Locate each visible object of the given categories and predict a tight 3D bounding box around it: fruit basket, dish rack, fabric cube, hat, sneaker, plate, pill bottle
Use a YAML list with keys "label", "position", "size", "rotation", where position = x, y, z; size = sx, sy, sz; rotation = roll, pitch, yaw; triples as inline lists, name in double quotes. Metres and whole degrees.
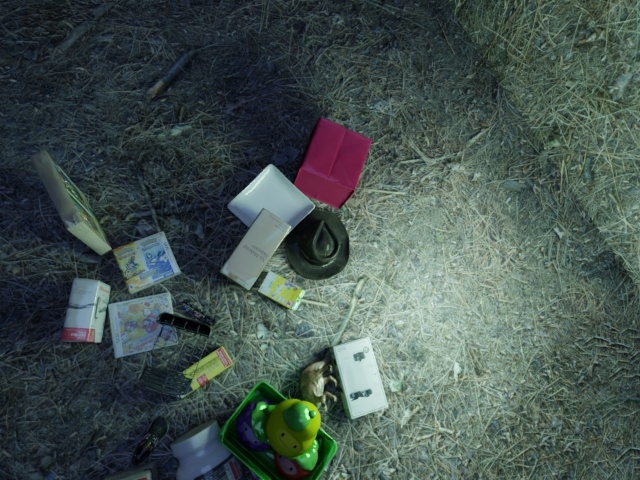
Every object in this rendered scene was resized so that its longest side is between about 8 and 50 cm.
- label: "fruit basket"
  position: [-0.129, 0.669, 1.383]
  size: [0.392, 0.392, 0.283]
  rotation: [41, 70, -1]
- label: "dish rack"
  position: [-0.540, 0.423, 1.506]
  size: [0.208, 0.074, 0.272]
  rotation: [17, 66, 0]
- label: "fabric cube"
  position: [0.041, -0.333, 1.806]
  size: [0.259, 0.254, 0.258]
  rotation: [22, 73, -8]
- label: "hat"
  position: [0.000, 0.000, 1.770]
  size: [0.331, 0.134, 0.332]
  rotation: [3, 75, -12]
- label: "sneaker"
  position: [-0.606, 0.719, 1.456]
  size: [0.072, 0.077, 0.178]
  rotation: [29, 70, -6]
- label: "plate"
  position: [-0.214, -0.147, 1.785]
  size: [0.277, 0.045, 0.278]
  rotation: [44, 79, 0]
- label: "pill bottle"
  position: [-0.371, 0.838, 1.412]
  size: [0.210, 0.210, 0.363]
  rotation: [-22, 82, -18]

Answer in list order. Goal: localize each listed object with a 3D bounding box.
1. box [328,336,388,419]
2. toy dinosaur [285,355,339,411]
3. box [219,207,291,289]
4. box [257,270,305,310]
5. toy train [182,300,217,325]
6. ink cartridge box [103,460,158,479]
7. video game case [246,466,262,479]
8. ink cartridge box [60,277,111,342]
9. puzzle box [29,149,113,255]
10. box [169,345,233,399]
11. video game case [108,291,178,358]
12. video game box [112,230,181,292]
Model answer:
- label: "box"
  position: [0.152, 0.560, 1.681]
  size: [0.169, 0.087, 0.290]
  rotation: [-13, 78, -17]
- label: "toy dinosaur"
  position: [-0.044, 0.587, 1.617]
  size: [0.200, 0.127, 0.296]
  rotation: [-6, 55, 21]
- label: "box"
  position: [-0.264, 0.038, 1.672]
  size: [0.148, 0.121, 0.311]
  rotation: [32, 81, -4]
- label: "box"
  position: [-0.163, 0.215, 1.720]
  size: [0.179, 0.043, 0.105]
  rotation: [30, 70, -2]
- label: "toy train"
  position: [-0.485, 0.292, 1.628]
  size: [0.158, 0.027, 0.036]
  rotation: [34, 81, -4]
- label: "ink cartridge box"
  position: [-0.637, 0.832, 1.335]
  size: [0.171, 0.237, 0.100]
  rotation: [-12, 81, -17]
- label: "video game case"
  position: [-0.204, 0.776, 1.559]
  size: [0.210, 0.042, 0.232]
  rotation: [-30, 84, -20]
- label: "ink cartridge box"
  position: [-0.843, 0.257, 1.477]
  size: [0.092, 0.158, 0.218]
  rotation: [4, 75, -11]
- label: "puzzle box"
  position: [-0.860, -0.109, 1.440]
  size: [0.052, 0.409, 0.272]
  rotation: [-28, 85, -19]
- label: "box"
  position: [-0.455, 0.505, 1.560]
  size: [0.232, 0.058, 0.087]
  rotation: [-30, 82, -20]
- label: "video game case"
  position: [-0.682, 0.323, 1.570]
  size: [0.226, 0.026, 0.207]
  rotation: [-11, 78, -17]
- label: "video game box"
  position: [-0.688, 0.085, 1.622]
  size: [0.205, 0.048, 0.187]
  rotation: [-24, 80, -19]
